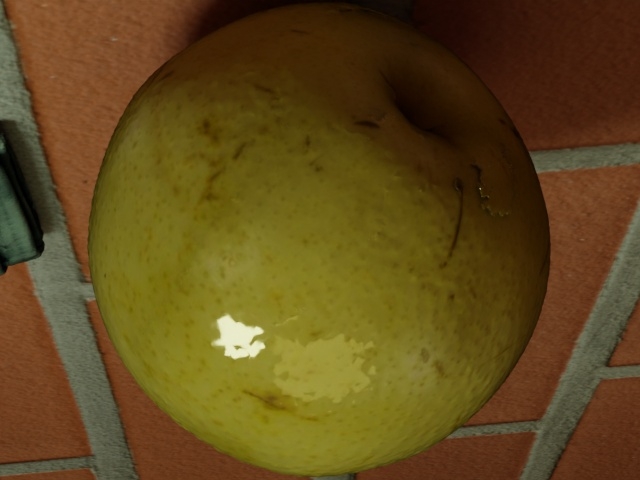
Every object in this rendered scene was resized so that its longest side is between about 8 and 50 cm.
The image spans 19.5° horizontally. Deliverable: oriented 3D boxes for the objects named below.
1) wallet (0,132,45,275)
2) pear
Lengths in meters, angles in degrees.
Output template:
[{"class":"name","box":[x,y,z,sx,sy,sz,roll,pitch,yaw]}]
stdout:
[{"class":"wallet","box":[-0.415,-0.008,1.562,0.342,0.075,0.237,-5,160,-3]},{"class":"pear","box":[0.000,0.000,1.335,0.348,0.348,0.348,-5,157,-2]}]
